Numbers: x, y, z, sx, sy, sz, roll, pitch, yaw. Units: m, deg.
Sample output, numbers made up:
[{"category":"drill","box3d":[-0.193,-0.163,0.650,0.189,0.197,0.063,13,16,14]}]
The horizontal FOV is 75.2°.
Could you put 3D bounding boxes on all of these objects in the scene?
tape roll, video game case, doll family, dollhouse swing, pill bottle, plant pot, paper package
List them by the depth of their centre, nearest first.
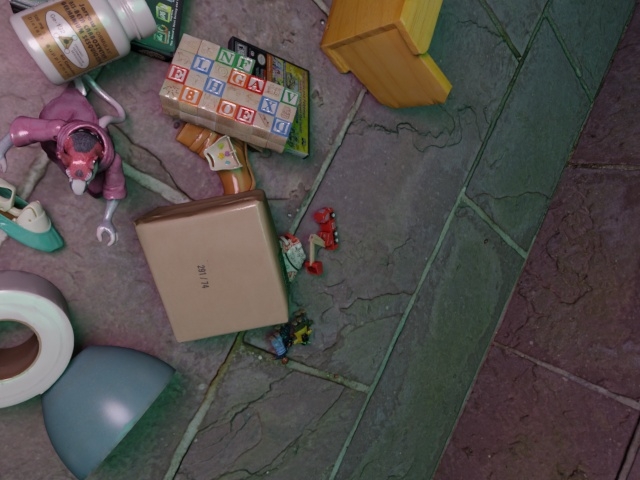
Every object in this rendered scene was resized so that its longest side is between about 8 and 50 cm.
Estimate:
[{"category":"pill bottle","box3d":[-0.446,-0.409,0.804,0.229,0.131,0.131,-33,117,-14]},{"category":"tape roll","box3d":[-0.662,0.198,0.870,0.245,0.169,0.247,-8,104,-33]},{"category":"plant pot","box3d":[-0.515,0.362,0.968,0.195,0.290,0.290,42,75,-7]},{"category":"paper package","box3d":[-0.250,0.058,1.047,0.308,0.168,0.325,-11,109,3]},{"category":"video game case","box3d":[-0.138,-0.381,1.130,0.248,0.035,0.275,9,73,-35]},{"category":"dollhouse swing","box3d":[0.231,-0.598,1.199,0.304,0.346,0.316,16,91,-35]},{"category":"doll family","box3d":[-0.092,0.318,1.353,0.192,0.076,0.112,-27,119,-22]}]

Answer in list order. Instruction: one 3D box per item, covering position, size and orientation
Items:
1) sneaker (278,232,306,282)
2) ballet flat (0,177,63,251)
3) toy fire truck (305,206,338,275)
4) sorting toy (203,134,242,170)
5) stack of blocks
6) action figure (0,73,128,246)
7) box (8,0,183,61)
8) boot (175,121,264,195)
[{"category":"sneaker","box3d":[-0.151,0.018,1.233,0.145,0.090,0.270,-54,127,-14]},{"category":"ballet flat","box3d":[-0.644,-0.066,0.865,0.087,0.083,0.247,-33,124,22]},{"category":"toy fire truck","box3d":[0.000,0.000,1.334,0.135,0.047,0.192,-29,117,-47]},{"category":"sorting toy","box3d":[-0.246,-0.210,1.029,0.075,0.044,0.084,-26,106,-21]},{"category":"stack of blocks","box3d":[-0.204,-0.345,0.990,0.296,0.087,0.171,17,73,-10]},{"category":"action figure","box3d":[-0.444,-0.173,0.812,0.248,0.370,0.276,41,78,-32]},{"category":"box","box3d":[-0.445,-0.633,0.880,0.317,0.097,0.396,7,98,-33]},{"category":"boot","box3d":[-0.270,-0.216,1.084,0.220,0.109,0.284,22,86,-37]}]
